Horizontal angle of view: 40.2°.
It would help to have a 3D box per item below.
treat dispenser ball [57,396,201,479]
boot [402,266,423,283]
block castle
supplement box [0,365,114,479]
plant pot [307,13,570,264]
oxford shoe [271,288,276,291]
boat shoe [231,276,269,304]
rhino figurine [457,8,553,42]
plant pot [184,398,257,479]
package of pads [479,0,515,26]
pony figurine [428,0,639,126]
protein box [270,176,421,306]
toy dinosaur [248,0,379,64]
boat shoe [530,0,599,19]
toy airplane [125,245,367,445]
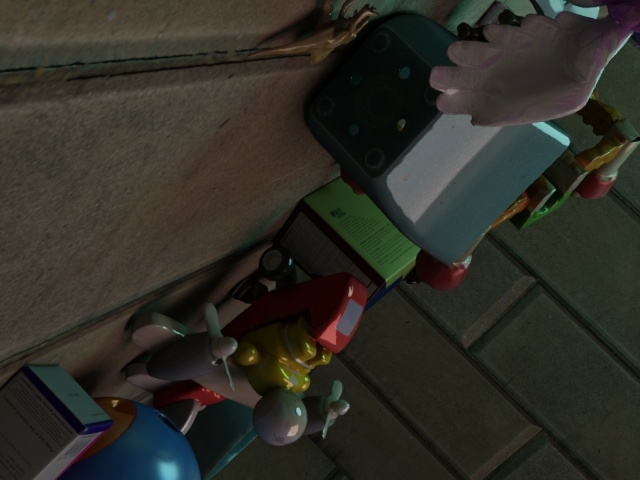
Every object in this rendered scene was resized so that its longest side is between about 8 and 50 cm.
[{"bbox_3d":[-0.318,0.373,1.273,0.288,0.288,0.288,-44,170,-9],"label":"treat dispenser ball"},{"bbox_3d":[0.176,-0.029,1.703,0.091,0.228,0.263,0,-172,-21],"label":"boot"},{"bbox_3d":[0.283,-0.138,1.490,0.453,0.303,0.212,-28,160,-27],"label":"block castle"},{"bbox_3d":[-0.385,0.269,1.081,0.220,0.114,0.111,-46,171,-3],"label":"supplement box"},{"bbox_3d":[0.127,-0.148,1.147,0.247,0.248,0.252,-48,152,15],"label":"plant pot"},{"bbox_3d":[-0.031,0.134,1.696,0.397,0.140,0.146,-32,-176,-30],"label":"oxford shoe"},{"bbox_3d":[-0.129,0.100,1.650,0.049,0.043,0.137,-44,169,7],"label":"boat shoe"},{"bbox_3d":[0.258,-0.291,1.311,0.106,0.073,0.243,0,-177,-31],"label":"rhino figurine"},{"bbox_3d":[-0.207,0.342,1.872,0.290,0.195,0.290,-43,170,-10],"label":"plant pot"},{"bbox_3d":[0.304,-0.379,1.494,0.050,0.032,0.083,-47,170,21],"label":"package of pads"},{"bbox_3d":[0.309,-0.292,0.952,0.363,0.351,0.302,-72,165,-52],"label":"pony figurine"},{"bbox_3d":[0.062,0.004,1.569,0.200,0.201,0.136,-34,165,-49],"label":"protein box"},{"bbox_3d":[0.012,-0.215,0.900,0.092,0.053,0.183,-50,169,36],"label":"toy dinosaur"},{"bbox_3d":[0.319,-0.404,1.235,0.113,0.104,0.306,-36,148,14],"label":"boat shoe"},{"bbox_3d":[-0.121,0.225,1.413,0.386,0.272,0.384,-8,136,-25],"label":"toy airplane"}]
